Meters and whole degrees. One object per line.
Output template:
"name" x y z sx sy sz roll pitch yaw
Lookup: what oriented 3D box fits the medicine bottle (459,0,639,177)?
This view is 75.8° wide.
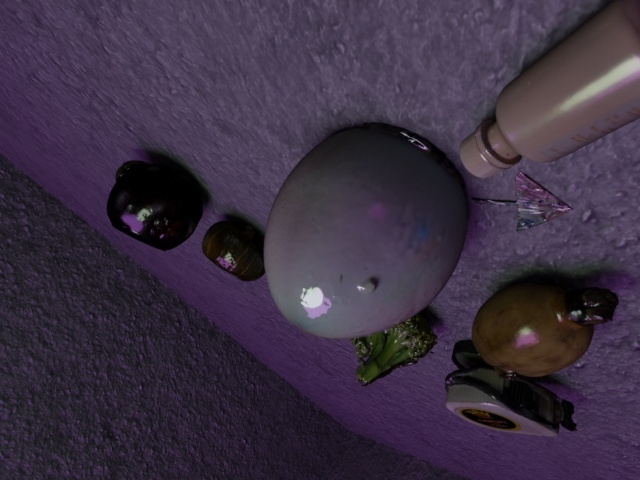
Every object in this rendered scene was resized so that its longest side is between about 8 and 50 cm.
"medicine bottle" 0.272 -0.154 0.482 0.114 0.114 0.252 38 151 -9

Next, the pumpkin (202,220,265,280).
"pumpkin" -0.260 0.021 1.280 0.219 0.162 0.219 36 178 1

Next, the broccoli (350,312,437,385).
"broccoli" 0.174 0.252 1.129 0.243 0.273 0.180 -14 94 52

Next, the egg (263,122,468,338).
"egg" 0.055 0.023 0.753 0.355 0.339 0.354 26 151 16

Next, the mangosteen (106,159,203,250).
"mangosteen" -0.501 -0.106 1.227 0.288 0.232 0.287 20 171 3

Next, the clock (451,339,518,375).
"clock" 0.464 0.350 1.165 0.185 0.040 0.184 25 151 15

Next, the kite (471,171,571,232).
"kite" 0.331 -0.061 0.684 0.157 0.011 0.139 9 141 35

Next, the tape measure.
"tape measure" 0.473 0.409 1.079 0.232 0.132 0.271 36 149 -21

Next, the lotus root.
"lotus root" 0.415 0.161 0.783 0.183 0.182 0.309 30 150 6
